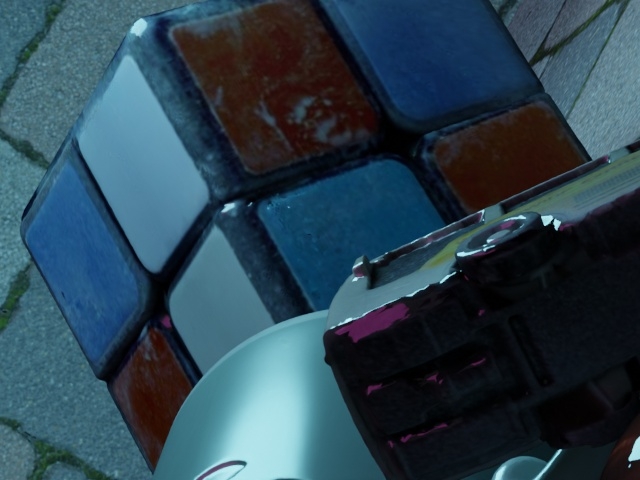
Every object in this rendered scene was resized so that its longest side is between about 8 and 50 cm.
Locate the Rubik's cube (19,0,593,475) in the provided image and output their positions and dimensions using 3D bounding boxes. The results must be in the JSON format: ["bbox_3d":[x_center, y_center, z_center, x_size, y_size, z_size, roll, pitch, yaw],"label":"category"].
[{"bbox_3d":[0.000,0.000,1.529,0.318,0.313,0.316,-21,-18,-32],"label":"Rubik's cube"}]

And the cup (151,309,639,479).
[{"bbox_3d":[0.050,0.172,1.011,0.356,0.259,0.274,-50,10,24],"label":"cup"}]

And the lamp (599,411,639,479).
[{"bbox_3d":[0.188,0.090,0.708,0.223,0.151,0.215,-59,9,-20],"label":"lamp"}]

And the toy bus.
[{"bbox_3d":[0.169,-0.008,0.853,0.342,0.097,0.138,-25,13,9],"label":"toy bus"}]
